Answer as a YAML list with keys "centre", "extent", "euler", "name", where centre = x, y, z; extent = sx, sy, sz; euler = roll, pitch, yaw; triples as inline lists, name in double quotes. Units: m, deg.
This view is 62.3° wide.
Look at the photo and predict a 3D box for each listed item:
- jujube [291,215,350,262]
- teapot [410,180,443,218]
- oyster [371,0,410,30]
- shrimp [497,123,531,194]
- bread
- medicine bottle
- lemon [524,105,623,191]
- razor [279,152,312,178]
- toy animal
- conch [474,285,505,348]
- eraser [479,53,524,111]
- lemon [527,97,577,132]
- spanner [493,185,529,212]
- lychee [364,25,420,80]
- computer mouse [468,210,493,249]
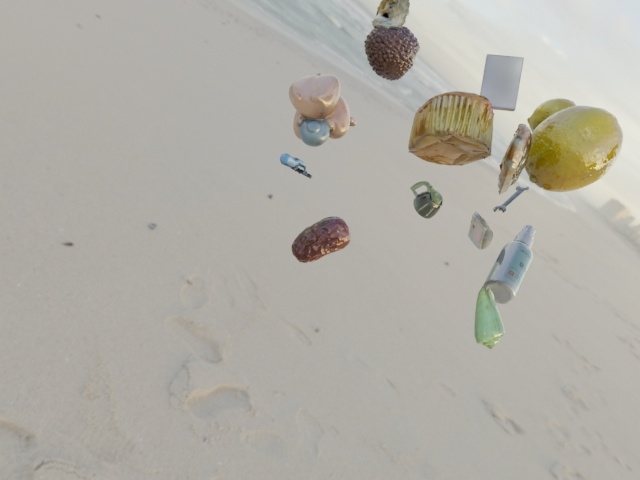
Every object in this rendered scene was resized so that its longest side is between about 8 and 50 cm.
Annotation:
- centre: [0.000, 0.000, 1.101]
  extent: [0.077, 0.129, 0.077]
  euler: [61, 4, -8]
  name: "jujube"
- centre: [0.375, -0.145, 1.861]
  extent: [0.124, 0.091, 0.092]
  euler: [33, 50, -13]
  name: "teapot"
- centre: [0.183, -0.596, 1.400]
  extent: [0.045, 0.146, 0.122]
  euler: [24, 52, -34]
  name: "oyster"
- centre: [0.493, -0.182, 1.384]
  extent: [0.062, 0.164, 0.317]
  euler: [25, -10, 17]
  name: "shrimp"
- centre: [0.374, -0.320, 1.495]
  extent: [0.204, 0.156, 0.288]
  euler: [15, -5, -6]
  name: "bread"
- centre: [0.679, 0.068, 1.852]
  extent: [0.110, 0.110, 0.352]
  euler: [42, 53, -1]
  name: "medicine bottle"
- centre: [0.712, -0.259, 1.502]
  extent: [0.236, 0.263, 0.236]
  euler: [33, -14, 9]
  name: "lemon"
- centre: [-0.079, -0.233, 1.605]
  extent: [0.082, 0.042, 0.253]
  euler: [30, 6, 9]
  name: "razor"
- centre: [-0.008, -0.451, 1.793]
  extent: [0.209, 0.221, 0.229]
  euler: [3, 28, 20]
  name: "toy animal"
- centre: [0.455, 0.207, 1.435]
  extent: [0.106, 0.079, 0.170]
  euler: [26, 63, -79]
  name: "conch"
- centre: [0.507, -0.443, 1.486]
  extent: [0.103, 0.151, 0.023]
  euler: [9, -1, 10]
  name: "eraser"
- centre: [0.904, -0.459, 2.027]
  extent: [0.206, 0.174, 0.173]
  euler: [-4, 26, 3]
  name: "lemon"
- centre: [0.768, -0.167, 2.126]
  extent: [0.054, 0.015, 0.254]
  euler: [20, 40, 38]
  name: "spanner"
- centre: [0.232, -0.639, 1.782]
  extent: [0.188, 0.188, 0.188]
  euler: [36, 22, -17]
  name: "lychee"
- centre: [0.592, -0.036, 1.961]
  extent: [0.102, 0.044, 0.199]
  euler: [58, -6, 28]
  name: "computer mouse"
